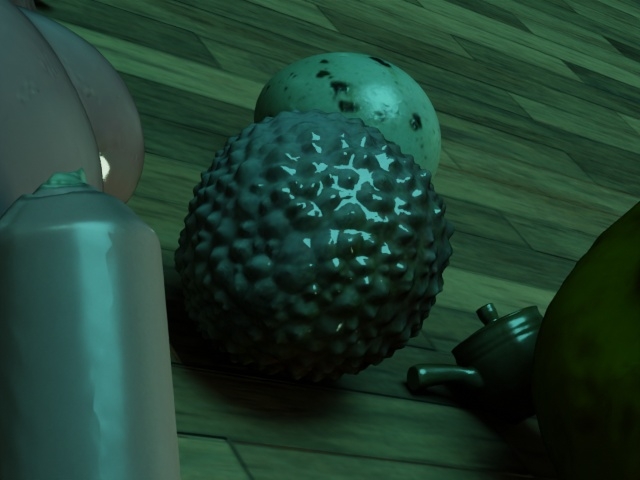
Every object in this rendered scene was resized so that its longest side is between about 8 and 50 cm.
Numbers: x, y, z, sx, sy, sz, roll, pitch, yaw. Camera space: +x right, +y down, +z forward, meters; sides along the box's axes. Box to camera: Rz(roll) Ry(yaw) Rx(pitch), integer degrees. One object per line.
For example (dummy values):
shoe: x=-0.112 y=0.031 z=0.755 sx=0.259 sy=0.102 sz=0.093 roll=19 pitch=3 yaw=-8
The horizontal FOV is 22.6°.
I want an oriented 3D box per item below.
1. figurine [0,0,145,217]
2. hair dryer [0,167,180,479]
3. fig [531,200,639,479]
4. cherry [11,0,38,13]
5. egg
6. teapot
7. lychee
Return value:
figurine: x=-0.200 y=-0.014 z=0.550 sx=0.261 sy=0.270 sz=0.211 roll=32 pitch=3 yaw=-16
hair dryer: x=-0.040 y=0.146 z=0.449 sx=0.210 sy=0.125 sz=0.352 roll=12 pitch=66 yaw=-43
fig: x=0.313 y=0.100 z=0.977 sx=0.343 sy=0.343 sz=0.343 roll=27 pitch=22 yaw=-12
cherry: x=-0.240 y=-0.073 z=0.757 sx=0.239 sy=0.206 sz=0.239 roll=41 pitch=39 yaw=-45
egg: x=0.013 y=-0.075 z=1.188 sx=0.131 sy=0.131 sz=0.164 roll=11 pitch=6 yaw=-42
teapot: x=0.106 y=0.089 z=1.067 sx=0.110 sy=0.085 sz=0.080 roll=-21 pitch=76 yaw=-29
lychee: x=0.000 y=0.000 z=0.949 sx=0.165 sy=0.165 sz=0.197 roll=37 pitch=42 yaw=13
